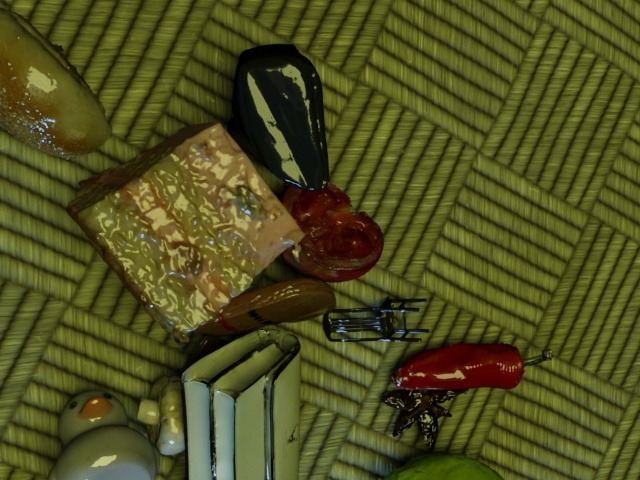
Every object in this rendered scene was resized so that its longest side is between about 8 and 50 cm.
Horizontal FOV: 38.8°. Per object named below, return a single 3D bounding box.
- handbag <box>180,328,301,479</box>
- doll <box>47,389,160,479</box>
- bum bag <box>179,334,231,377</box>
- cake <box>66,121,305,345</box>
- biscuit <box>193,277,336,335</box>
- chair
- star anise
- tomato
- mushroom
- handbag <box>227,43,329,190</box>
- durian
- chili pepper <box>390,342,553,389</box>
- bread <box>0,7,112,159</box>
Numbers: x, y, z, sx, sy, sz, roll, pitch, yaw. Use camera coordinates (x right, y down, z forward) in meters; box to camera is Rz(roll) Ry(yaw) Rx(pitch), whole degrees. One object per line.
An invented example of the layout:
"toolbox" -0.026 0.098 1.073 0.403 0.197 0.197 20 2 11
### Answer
"handbag" -0.135 0.379 1.768 0.237 0.160 0.358 -31 130 -51
"doll" -0.425 0.404 1.733 0.221 0.221 0.251 -7 127 -19
"bum bag" -0.214 0.243 1.817 0.109 0.026 0.159 -56 148 1
"cake" -0.260 -0.032 1.682 0.307 0.293 0.314 -40 112 -15
"biscuit" -0.105 0.148 1.808 0.277 0.262 0.052 -17 74 4
"chair" 0.119 0.172 1.959 0.213 0.101 0.084 -2 98 18
"star anise" 0.224 0.386 2.023 0.212 0.053 0.157 11 88 -21
"tomato" 0.000 0.000 1.847 0.200 0.139 0.233 -27 70 -40
"mushroom" -0.302 0.342 1.778 0.123 0.154 0.154 12 92 -24
"handbag" -0.089 -0.224 1.723 0.178 0.302 0.275 -7 107 -4
"durian" 0.276 0.582 2.000 0.340 0.204 0.255 -19 128 -22
"chili pepper" 0.336 0.283 2.024 0.388 0.110 0.110 0 96 -19
"bread" -0.509 -0.269 1.611 0.171 0.192 0.314 -45 108 -11
